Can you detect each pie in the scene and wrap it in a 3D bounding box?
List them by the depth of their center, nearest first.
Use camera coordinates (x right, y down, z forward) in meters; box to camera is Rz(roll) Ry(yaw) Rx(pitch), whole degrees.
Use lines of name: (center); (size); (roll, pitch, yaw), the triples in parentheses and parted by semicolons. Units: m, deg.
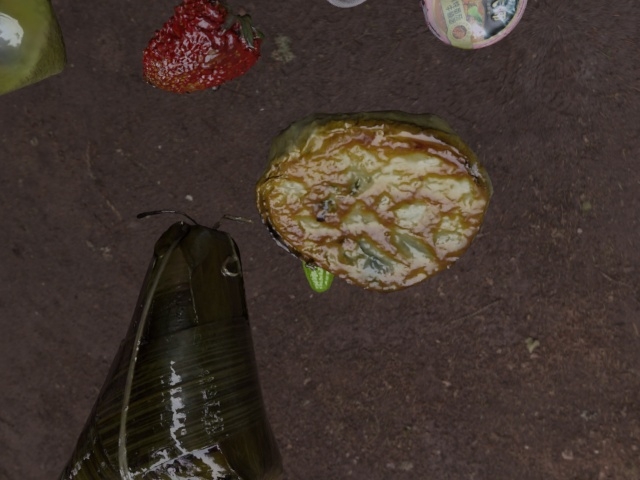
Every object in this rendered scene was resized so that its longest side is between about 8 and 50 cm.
pie: (0.072, -0.049, 0.760); (0.315, 0.092, 0.315); (4, 130, 5)

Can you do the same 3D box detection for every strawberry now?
strawberry: (-0.292, -0.444, 1.367); (0.306, 0.137, 0.233); (-41, 133, 18)

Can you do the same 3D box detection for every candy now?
candy: (0.000, 0.000, 1.106); (0.097, 0.097, 0.209); (4, 99, 21)

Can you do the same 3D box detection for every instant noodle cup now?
instant noodle cup: (0.363, -0.634, 1.371); (0.244, 0.255, 0.244); (2, 134, 2)

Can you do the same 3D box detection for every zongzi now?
zongzi: (-0.167, 0.111, 0.497); (0.241, 0.111, 0.247); (-15, 74, 15)

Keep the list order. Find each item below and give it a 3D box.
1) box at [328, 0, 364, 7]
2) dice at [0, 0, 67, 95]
box: (0.046, -0.639, 1.234); (0.262, 0.291, 0.206); (-48, 62, 31)
dice: (-0.453, -0.274, 0.642); (0.233, 0.227, 0.238); (23, 139, 54)
